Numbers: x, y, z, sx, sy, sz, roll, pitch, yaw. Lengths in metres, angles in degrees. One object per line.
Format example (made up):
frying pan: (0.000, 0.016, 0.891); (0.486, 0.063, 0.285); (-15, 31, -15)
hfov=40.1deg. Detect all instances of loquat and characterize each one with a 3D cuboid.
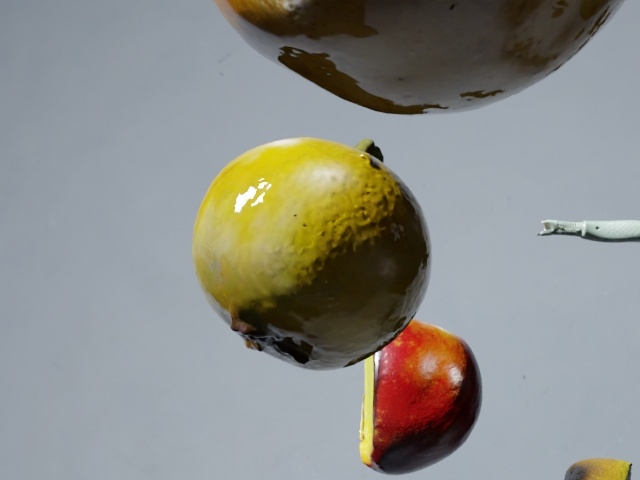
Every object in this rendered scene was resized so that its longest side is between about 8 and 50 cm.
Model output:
loquat: (0.000, 0.000, 1.191); (0.328, 0.328, 0.359); (18, 61, 23)

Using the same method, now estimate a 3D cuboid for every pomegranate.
pomegranate: (0.092, -0.306, 0.707); (0.417, 0.416, 0.416); (-6, 68, 16)

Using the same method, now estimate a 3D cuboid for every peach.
peach: (0.165, 0.286, 1.569); (0.245, 0.248, 0.274); (1, 65, 27)

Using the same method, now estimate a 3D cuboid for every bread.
bread: (0.505, 0.476, 1.620); (0.132, 0.172, 0.103); (-7, 98, 26)

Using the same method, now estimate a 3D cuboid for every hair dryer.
hair dryer: (0.494, 0.004, 1.358); (0.267, 0.229, 0.092); (-3, 70, 28)
